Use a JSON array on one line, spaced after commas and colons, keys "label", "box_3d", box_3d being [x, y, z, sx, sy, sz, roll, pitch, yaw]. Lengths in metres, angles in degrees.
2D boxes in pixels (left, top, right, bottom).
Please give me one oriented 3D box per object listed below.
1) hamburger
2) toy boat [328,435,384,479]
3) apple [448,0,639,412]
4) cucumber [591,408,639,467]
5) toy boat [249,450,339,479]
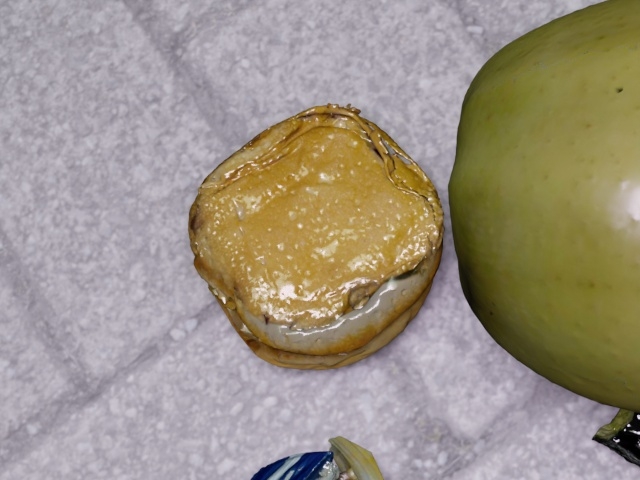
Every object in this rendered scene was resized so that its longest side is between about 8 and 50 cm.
[{"label": "hamburger", "box_3d": [0.000, 0.000, 1.627, 0.318, 0.158, 0.318, -4, 71, 10]}, {"label": "toy boat", "box_3d": [0.048, 0.302, 1.569, 0.066, 0.065, 0.172, -19, 64, -10]}, {"label": "apple", "box_3d": [0.350, -0.040, 1.428, 0.473, 0.473, 0.473, -3, 72, 10]}, {"label": "cucumber", "box_3d": [0.438, 0.279, 1.496, 0.303, 0.072, 0.081, 37, 80, 19]}, {"label": "toy boat", "box_3d": [-0.007, 0.380, 1.526, 0.210, 0.070, 0.291, -45, 62, 23]}]
